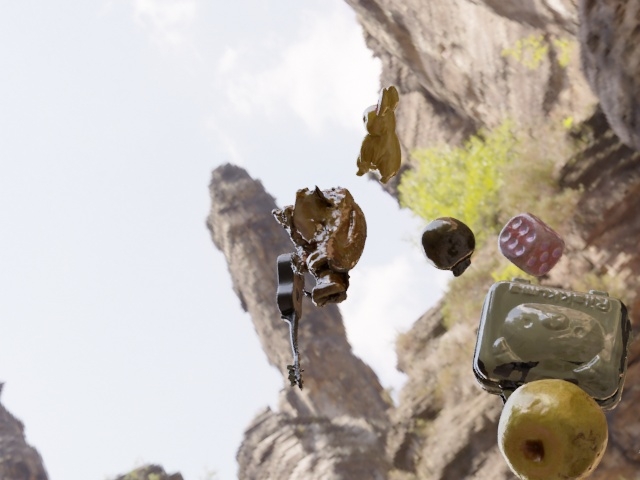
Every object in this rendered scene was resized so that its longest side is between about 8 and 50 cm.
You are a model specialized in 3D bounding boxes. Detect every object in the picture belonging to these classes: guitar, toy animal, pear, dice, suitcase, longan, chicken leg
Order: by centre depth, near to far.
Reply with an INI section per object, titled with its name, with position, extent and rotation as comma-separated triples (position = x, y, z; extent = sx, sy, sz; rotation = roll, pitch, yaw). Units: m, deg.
[chicken leg]
position = 0.003, 0.001, 1.087
extent = 0.085, 0.207, 0.101
rotation = -34, -67, 19
[pear]
position = 0.361, 0.296, 1.516
extent = 0.178, 0.178, 0.178
rotation = -18, -47, -21
[toy animal]
position = 0.097, -0.177, 1.552
extent = 0.083, 0.070, 0.159
rotation = -48, -33, -45
[guitar]
position = -0.049, 0.140, 1.666
extent = 0.038, 0.271, 0.084
rotation = -12, -41, 11
[longan]
position = 0.248, 0.012, 1.884
extent = 0.106, 0.119, 0.106
rotation = -29, 0, 0
[dice]
position = 0.406, 0.008, 1.886
extent = 0.091, 0.093, 0.094
rotation = 27, -74, -39
[suitcase]
position = 0.532, 0.269, 2.262
extent = 0.194, 0.351, 0.339
rotation = 72, -150, -59

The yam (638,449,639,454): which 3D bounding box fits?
[yam]
position = 0.454, 0.328, 1.241
extent = 0.069, 0.147, 0.070
rotation = -14, -13, -3
